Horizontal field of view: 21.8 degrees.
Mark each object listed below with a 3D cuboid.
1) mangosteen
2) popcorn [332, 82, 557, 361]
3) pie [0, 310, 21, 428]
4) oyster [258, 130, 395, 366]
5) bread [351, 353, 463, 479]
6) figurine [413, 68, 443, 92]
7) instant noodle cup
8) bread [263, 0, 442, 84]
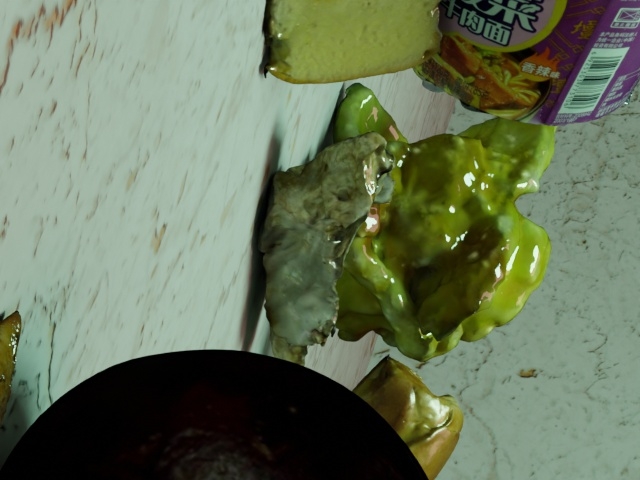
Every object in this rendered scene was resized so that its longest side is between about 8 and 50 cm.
[{"bbox_3d":[-0.073,0.202,0.926,0.313,0.297,0.297,6,101,-53],"label":"mangosteen"},{"bbox_3d":[0.115,-0.030,1.952,0.321,0.325,0.290,-31,160,-30],"label":"popcorn"},{"bbox_3d":[-0.178,0.094,0.816,0.170,0.034,0.092,-69,172,-81],"label":"pie"},{"bbox_3d":[-0.005,0.000,1.689,0.341,0.110,0.166,100,14,-59],"label":"oyster"},{"bbox_3d":[0.023,0.294,1.918,0.344,0.149,0.195,-47,178,0],"label":"bread"},{"bbox_3d":[0.092,-0.222,1.731,0.208,0.184,0.128,-6,119,-36],"label":"figurine"},{"bbox_3d":[0.211,-0.284,1.501,0.340,0.340,0.266,-67,176,-46],"label":"instant noodle cup"},{"bbox_3d":[-0.001,-0.224,1.434,0.160,0.169,0.140,-24,146,-24],"label":"bread"}]
